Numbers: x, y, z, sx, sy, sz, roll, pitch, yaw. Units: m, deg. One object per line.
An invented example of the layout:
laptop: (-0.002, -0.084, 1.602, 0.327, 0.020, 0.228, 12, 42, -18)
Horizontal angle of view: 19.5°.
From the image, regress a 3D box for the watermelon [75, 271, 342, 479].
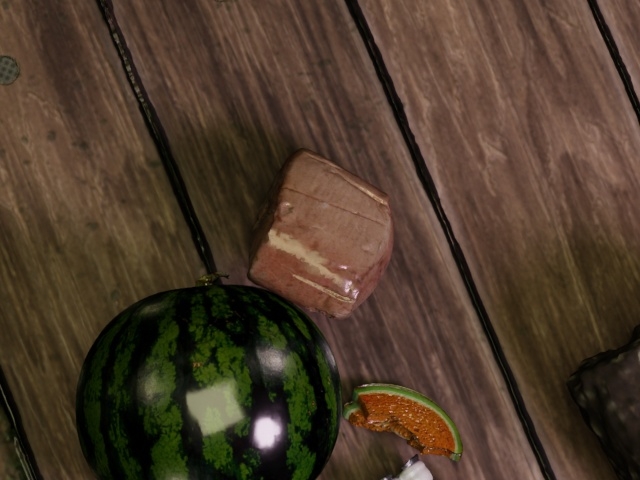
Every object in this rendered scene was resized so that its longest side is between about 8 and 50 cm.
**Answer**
watermelon: (-0.111, 0.164, 1.853, 0.269, 0.269, 0.269, 1, 83, -5)

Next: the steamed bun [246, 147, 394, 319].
steamed bun: (0.000, 0.000, 1.934, 0.145, 0.106, 0.175, 28, 42, -8)

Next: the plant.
plant: (0.413, 0.216, 1.909, 0.213, 0.215, 0.312, -29, 89, -11)

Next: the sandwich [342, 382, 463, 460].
sandwich: (0.093, 0.191, 1.959, 0.135, 0.029, 0.067, 29, 44, 14)

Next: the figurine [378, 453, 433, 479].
figurine: (0.149, 0.336, 1.928, 0.138, 0.110, 0.245, -31, 80, -26)
